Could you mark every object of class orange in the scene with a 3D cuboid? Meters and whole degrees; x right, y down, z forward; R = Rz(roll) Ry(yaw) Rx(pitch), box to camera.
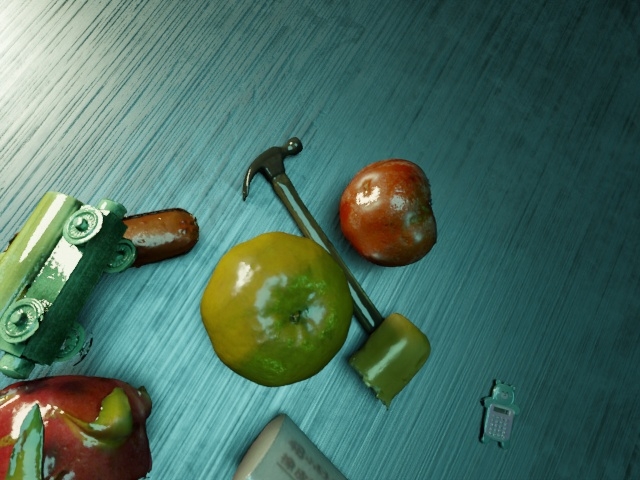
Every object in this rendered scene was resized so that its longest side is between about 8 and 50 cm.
[{"bbox_3d":[-0.077,0.121,0.932,0.279,0.235,0.278,0,90,-26],"label":"orange"}]

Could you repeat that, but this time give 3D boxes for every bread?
[{"bbox_3d":[0.148,0.238,1.027,0.173,0.085,0.134,-46,119,-15],"label":"bread"}]

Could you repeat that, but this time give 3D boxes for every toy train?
[{"bbox_3d":[-0.425,0.063,0.809,0.190,0.126,0.307,8,63,27],"label":"toy train"}]

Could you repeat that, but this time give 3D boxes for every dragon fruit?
[{"bbox_3d":[-0.402,0.300,0.797,0.291,0.290,0.189,-1,75,-15],"label":"dragon fruit"}]

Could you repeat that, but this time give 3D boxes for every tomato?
[{"bbox_3d":[0.134,-0.051,1.029,0.189,0.232,0.231,-9,82,13],"label":"tomato"}]

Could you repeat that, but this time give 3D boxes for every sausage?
[{"bbox_3d":[-0.389,0.012,0.937,0.331,0.102,0.102,-10,83,-17],"label":"sausage"}]

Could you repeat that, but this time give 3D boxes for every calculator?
[{"bbox_3d":[0.393,0.380,1.118,0.094,0.019,0.141,17,77,-9],"label":"calculator"}]

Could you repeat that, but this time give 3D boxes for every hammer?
[{"bbox_3d":[0.000,0.000,1.066,0.168,0.044,0.439,-34,90,-18],"label":"hammer"}]

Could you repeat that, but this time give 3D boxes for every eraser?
[{"bbox_3d":[-0.022,0.470,0.926,0.270,0.174,0.095,47,118,-2],"label":"eraser"}]
